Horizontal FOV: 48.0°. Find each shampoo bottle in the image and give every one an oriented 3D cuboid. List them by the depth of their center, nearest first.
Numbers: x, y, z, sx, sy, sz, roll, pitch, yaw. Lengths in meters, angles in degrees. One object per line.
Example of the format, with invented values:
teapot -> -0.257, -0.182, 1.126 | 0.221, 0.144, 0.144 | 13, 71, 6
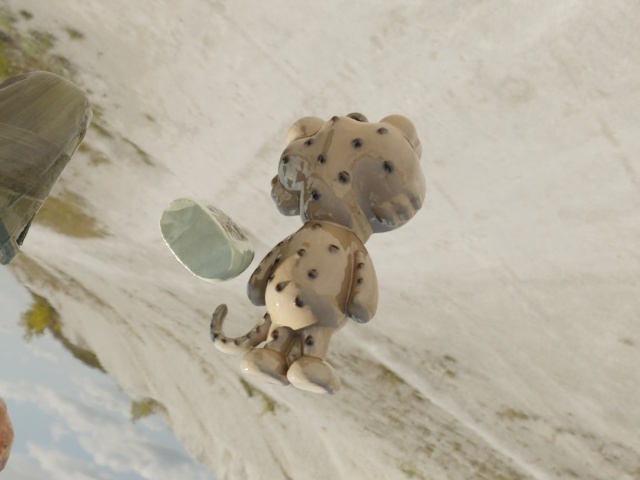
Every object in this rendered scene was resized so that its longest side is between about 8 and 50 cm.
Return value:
shampoo bottle -> -0.088, 0.002, 0.622 | 0.077, 0.045, 0.152 | 49, -176, 5

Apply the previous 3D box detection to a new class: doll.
doll -> 0.002, 0.001, 0.663 | 0.154, 0.278, 0.119 | 15, 160, 25

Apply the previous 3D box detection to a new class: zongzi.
zongzi -> -0.336, -0.114, 0.715 | 0.112, 0.221, 0.242 | 20, 159, 10

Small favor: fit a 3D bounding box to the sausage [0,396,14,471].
sausage -> -0.467, 0.221, 0.763 | 0.268, 0.153, 0.141 | -5, -159, -15
